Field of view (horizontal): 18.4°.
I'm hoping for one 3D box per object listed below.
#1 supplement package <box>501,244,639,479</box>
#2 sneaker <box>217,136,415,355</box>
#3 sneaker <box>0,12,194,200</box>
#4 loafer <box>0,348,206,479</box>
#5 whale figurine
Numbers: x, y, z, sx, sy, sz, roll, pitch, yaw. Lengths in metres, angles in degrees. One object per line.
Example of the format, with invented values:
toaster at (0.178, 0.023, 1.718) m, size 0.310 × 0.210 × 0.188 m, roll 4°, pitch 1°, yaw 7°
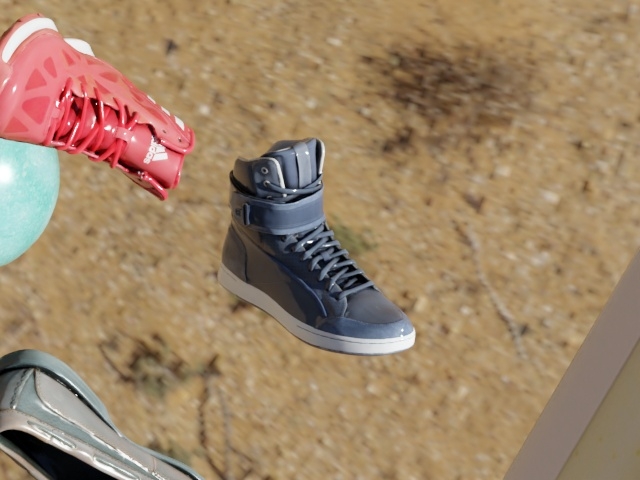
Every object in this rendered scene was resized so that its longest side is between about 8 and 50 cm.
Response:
supplement package at (0.161, 0.095, 0.387) m, size 0.198 × 0.199 × 0.263 m, roll 12°, pitch 112°, yaw -46°
sneaker at (-0.002, 0.000, 1.785) m, size 0.086 × 0.226 × 0.163 m, roll -21°, pitch 127°, yaw -46°
sneaker at (-0.150, -0.086, 1.334) m, size 0.128 × 0.221 × 0.087 m, roll 31°, pitch 103°, yaw 7°
loafer at (-0.165, 0.198, 1.535) m, size 0.096 × 0.084 × 0.267 m, roll -34°, pitch 116°, yaw 23°
whale figurine at (-0.341, -0.022, 1.605) m, size 0.272 × 0.141 × 0.216 m, roll -28°, pitch 132°, yaw 1°
